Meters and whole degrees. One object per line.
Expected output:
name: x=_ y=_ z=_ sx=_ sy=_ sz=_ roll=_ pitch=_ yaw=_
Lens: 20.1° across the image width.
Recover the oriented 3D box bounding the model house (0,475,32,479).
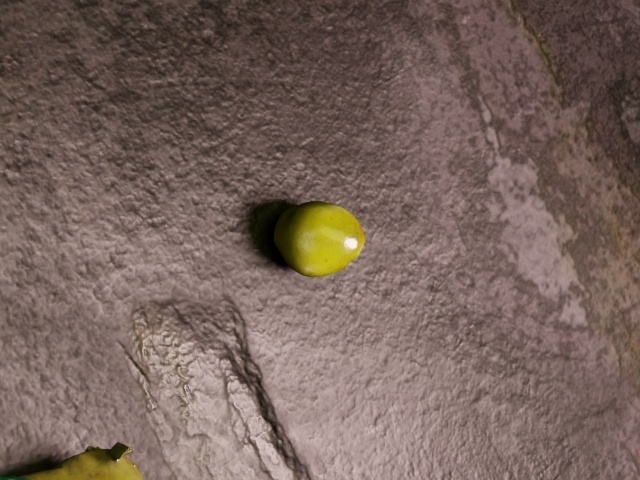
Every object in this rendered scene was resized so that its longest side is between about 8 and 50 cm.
model house: x=-0.275 y=0.372 z=1.486 sx=0.194 sy=0.325 sz=0.267 roll=25 pitch=99 yaw=-31

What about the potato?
potato: x=-0.261 y=0.271 z=1.715 sx=0.225 sy=0.090 sz=0.117 roll=-29 pitch=103 yaw=-34

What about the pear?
pear: x=0.000 y=0.000 z=1.968 sx=0.092 sy=0.097 sz=0.092 roll=-35 pitch=131 yaw=-54
